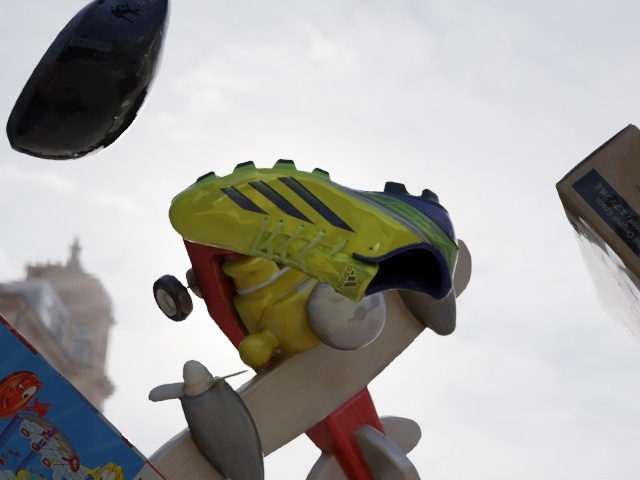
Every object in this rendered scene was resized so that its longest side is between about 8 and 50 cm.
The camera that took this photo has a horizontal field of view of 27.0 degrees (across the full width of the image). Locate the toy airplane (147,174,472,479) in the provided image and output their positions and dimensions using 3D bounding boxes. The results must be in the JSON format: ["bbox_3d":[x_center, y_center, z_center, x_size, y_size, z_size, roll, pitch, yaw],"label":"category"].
[{"bbox_3d":[0.000,0.129,1.503,0.384,0.386,0.272,15,-26,-20],"label":"toy airplane"}]

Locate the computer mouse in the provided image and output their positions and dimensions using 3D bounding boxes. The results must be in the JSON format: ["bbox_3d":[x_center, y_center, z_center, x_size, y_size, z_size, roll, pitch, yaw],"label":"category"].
[{"bbox_3d":[-0.146,-0.144,1.009,0.072,0.272,0.188,33,-53,-6],"label":"computer mouse"}]

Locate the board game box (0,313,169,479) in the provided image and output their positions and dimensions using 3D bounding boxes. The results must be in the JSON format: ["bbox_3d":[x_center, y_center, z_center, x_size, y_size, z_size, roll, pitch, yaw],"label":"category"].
[{"bbox_3d":[-0.264,0.047,0.763,0.308,0.086,0.302,17,-29,51],"label":"board game box"}]

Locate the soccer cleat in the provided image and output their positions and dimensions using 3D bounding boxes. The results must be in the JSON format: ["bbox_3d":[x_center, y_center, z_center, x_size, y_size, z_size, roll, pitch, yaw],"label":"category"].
[{"bbox_3d":[0.001,-0.001,1.261,0.289,0.121,0.093,6,-33,-21],"label":"soccer cleat"}]

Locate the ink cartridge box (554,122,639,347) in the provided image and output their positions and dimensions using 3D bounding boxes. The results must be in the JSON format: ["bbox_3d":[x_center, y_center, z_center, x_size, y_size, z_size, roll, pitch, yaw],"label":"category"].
[{"bbox_3d":[0.299,0.045,1.094,0.088,0.193,0.235,-38,-35,-1],"label":"ink cartridge box"}]
